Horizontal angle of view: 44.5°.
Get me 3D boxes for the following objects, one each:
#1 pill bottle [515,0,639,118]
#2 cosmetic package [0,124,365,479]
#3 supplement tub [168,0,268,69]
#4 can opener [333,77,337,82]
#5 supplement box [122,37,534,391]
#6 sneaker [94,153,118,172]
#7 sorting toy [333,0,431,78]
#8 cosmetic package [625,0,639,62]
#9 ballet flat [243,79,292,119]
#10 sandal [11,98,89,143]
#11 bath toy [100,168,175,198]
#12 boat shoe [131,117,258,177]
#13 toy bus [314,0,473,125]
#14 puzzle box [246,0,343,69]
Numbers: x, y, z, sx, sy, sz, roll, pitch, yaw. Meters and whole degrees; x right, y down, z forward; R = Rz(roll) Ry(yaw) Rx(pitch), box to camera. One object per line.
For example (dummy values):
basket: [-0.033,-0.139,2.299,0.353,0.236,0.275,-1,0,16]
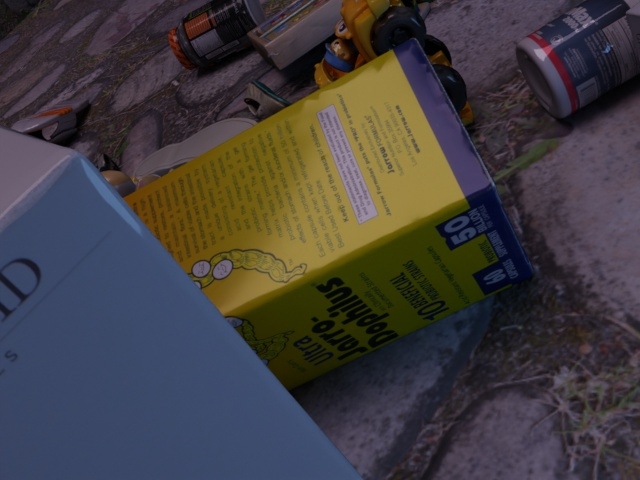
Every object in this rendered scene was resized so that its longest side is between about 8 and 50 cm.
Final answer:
pill bottle: [0.333,-0.233,0.919,0.180,0.108,0.108,-31,34,6]
cosmetic package: [-0.119,0.172,0.503,0.230,0.453,0.161,-49,36,-18]
supplement tub: [-0.211,-0.434,1.618,0.190,0.117,0.117,-22,36,19]
can opener: [0.091,-0.255,1.194,0.186,0.059,0.073,-4,45,37]
supplement box: [0.000,0.000,0.795,0.356,0.194,0.195,-27,57,12]
sneaker: [-0.411,-0.110,1.463,0.058,0.052,0.135,-40,26,10]
sorting toy: [0.097,-0.357,1.325,0.132,0.046,0.275,-1,47,40]
cosmetic package: [0.424,-0.182,0.773,0.085,0.117,0.231,-38,33,-7]
ballet flat: [-0.090,-0.230,1.338,0.052,0.057,0.168,-61,29,11]
sandal: [-0.596,-0.264,1.789,0.101,0.076,0.265,-5,21,15]
bath toy: [-0.341,-0.044,1.238,0.348,0.151,0.129,0,58,45]
boat shoe: [-0.187,-0.119,1.249,0.254,0.079,0.095,-19,39,26]
toy bus: [0.065,-0.212,1.035,0.211,0.220,0.149,-30,30,18]
puzzle box: [0.056,-0.462,1.435,0.408,0.052,0.272,-35,23,0]
